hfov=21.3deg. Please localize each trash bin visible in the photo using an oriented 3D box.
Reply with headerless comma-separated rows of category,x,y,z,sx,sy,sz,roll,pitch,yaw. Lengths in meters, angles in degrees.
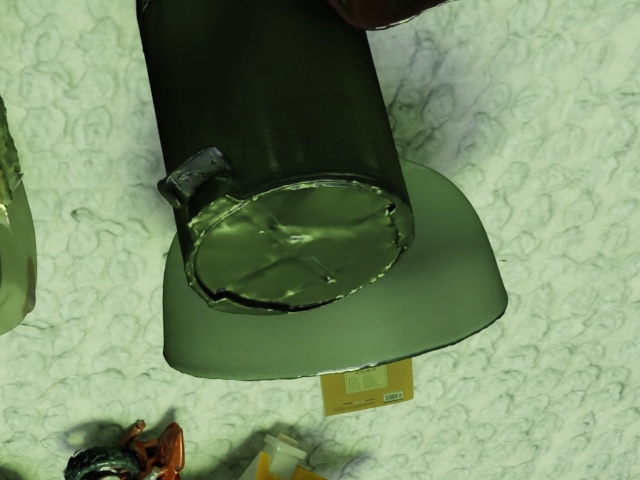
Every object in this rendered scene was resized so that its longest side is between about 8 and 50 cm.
trash bin,-0.040,-0.105,1.483,0.252,0.301,0.203,21,132,-37

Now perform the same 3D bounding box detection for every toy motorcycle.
toy motorcycle,-0.238,0.335,2.195,0.171,0.089,0.298,-9,143,-8

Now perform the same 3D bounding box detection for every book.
book,0.057,0.163,2.123,0.118,0.012,0.172,-11,144,-3

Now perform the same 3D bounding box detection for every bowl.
bowl,0.000,0.000,1.683,0.354,0.354,0.185,-10,100,-4

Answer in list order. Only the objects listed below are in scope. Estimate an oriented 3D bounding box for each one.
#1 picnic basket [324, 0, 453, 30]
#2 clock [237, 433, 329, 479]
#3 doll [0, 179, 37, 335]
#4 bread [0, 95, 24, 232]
picnic basket,0.045,-0.323,1.365,0.222,0.129,0.297,-25,143,14
clock,-0.057,0.416,2.196,0.235,0.166,0.309,26,85,-29
doll,-0.432,0.021,1.609,0.370,0.226,0.215,-23,178,6
bread,-0.392,-0.121,1.390,0.279,0.225,0.250,-10,111,2
